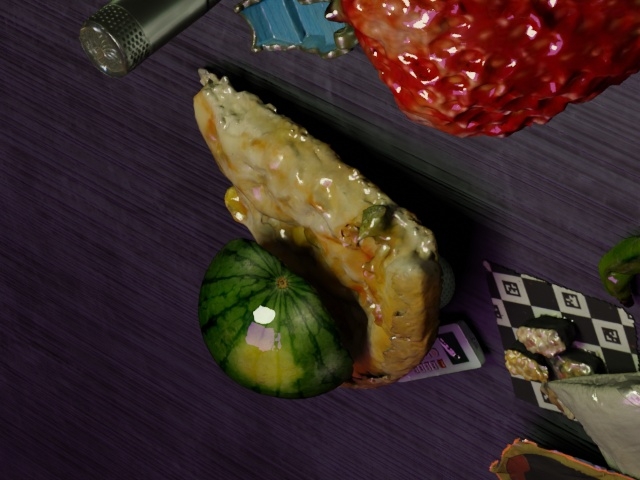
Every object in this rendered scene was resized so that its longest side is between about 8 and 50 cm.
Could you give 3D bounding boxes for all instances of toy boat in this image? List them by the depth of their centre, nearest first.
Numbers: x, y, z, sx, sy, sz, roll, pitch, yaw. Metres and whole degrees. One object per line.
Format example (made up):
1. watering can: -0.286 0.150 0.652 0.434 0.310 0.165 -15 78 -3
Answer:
1. toy boat: -0.013 -0.221 2.038 0.185 0.077 0.075 8 131 44

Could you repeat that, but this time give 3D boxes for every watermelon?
1. watermelon: -0.063 0.102 2.221 0.204 0.127 0.232 49 165 2

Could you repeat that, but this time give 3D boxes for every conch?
1. conch: 0.113 0.037 2.200 0.076 0.056 0.085 4 125 54

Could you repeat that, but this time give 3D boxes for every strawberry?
1. strawberry: 0.156 -0.222 1.661 0.310 0.292 0.291 24 145 57

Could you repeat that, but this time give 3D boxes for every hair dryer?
1. hair dryer: -0.148 -0.335 1.880 0.284 0.320 0.156 56 147 1

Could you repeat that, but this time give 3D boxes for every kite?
1. kite: 0.336 0.340 2.277 0.327 0.013 0.377 36 156 1

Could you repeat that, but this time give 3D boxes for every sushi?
1. sushi: 0.259 0.137 2.159 0.193 0.040 0.210 19 139 35

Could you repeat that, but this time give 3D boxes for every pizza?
1. pizza: 0.020 0.026 2.202 0.392 0.080 0.435 21 144 55

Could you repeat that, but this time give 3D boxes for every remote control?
1. remote control: 0.126 0.125 2.309 0.166 0.029 0.065 -16 106 52

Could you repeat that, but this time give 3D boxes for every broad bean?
1. broad bean: 0.324 0.016 1.946 0.061 0.046 0.195 35 153 -4

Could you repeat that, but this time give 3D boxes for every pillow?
1. pillow: 0.351 0.226 2.127 0.148 0.050 0.229 4 137 50
